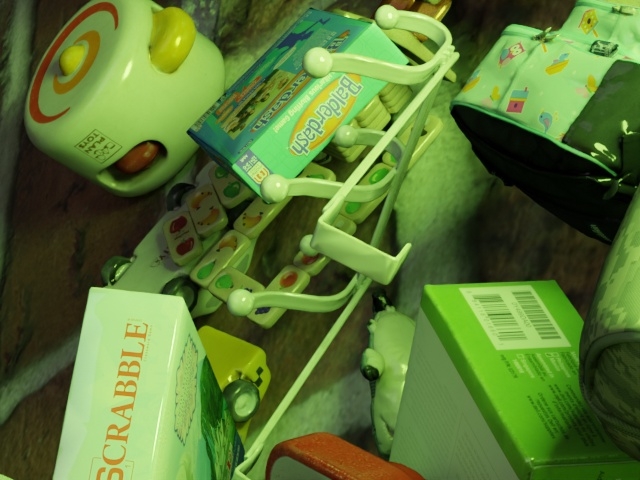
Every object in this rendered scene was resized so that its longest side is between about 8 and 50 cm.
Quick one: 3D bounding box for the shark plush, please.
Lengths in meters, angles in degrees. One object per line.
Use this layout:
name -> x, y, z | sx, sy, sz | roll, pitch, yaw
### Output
shark plush -> 0.045, 0.090, 1.322 | 0.161, 0.073, 0.067 | -115, 33, -48

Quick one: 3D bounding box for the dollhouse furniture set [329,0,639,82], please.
dollhouse furniture set -> 0.161, -0.249, 1.422 | 0.262, 0.135, 0.259 | -57, 21, 0

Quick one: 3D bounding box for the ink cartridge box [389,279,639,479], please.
ink cartridge box -> 0.117, 0.180, 1.123 | 0.189, 0.097, 0.255 | -117, 30, -53

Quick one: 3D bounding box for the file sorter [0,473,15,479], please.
file sorter -> -0.370, 0.292, 1.492 | 0.193, 0.277, 0.173 | -28, 44, 38

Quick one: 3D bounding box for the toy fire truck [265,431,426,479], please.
toy fire truck -> 0.040, 0.275, 0.998 | 0.254, 0.169, 0.302 | 21, 116, 46

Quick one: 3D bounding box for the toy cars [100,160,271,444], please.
toy cars -> -0.112, 0.096, 1.493 | 0.176, 0.087, 0.394 | -18, 42, 17

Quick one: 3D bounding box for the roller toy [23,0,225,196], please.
roller toy -> -0.206, -0.154, 1.774 | 0.209, 0.146, 0.191 | 23, 82, 57

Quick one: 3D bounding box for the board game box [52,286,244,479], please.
board game box -> -0.120, 0.238, 1.144 | 0.066, 0.318, 0.319 | 4, 67, 7

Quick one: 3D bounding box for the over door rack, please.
over door rack -> 0.000, 0.000, 1.211 | 0.324, 0.108, 0.239 | -72, 0, -55

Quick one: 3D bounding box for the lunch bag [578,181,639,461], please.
lunch bag -> 0.260, -0.013, 0.885 | 0.212, 0.256, 0.305 | 20, 76, 25

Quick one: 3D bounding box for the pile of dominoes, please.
pile of dominoes -> -0.030, -0.060, 1.483 | 0.251, 0.040, 0.196 | -49, 42, -13

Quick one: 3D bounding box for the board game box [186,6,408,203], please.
board game box -> -0.025, -0.118, 1.435 | 0.160, 0.047, 0.210 | -45, 17, -2

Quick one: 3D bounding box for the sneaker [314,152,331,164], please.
sneaker -> -0.003, -0.103, 1.562 | 0.032, 0.037, 0.083 | -16, 46, 24

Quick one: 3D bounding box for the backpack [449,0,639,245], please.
backpack -> 0.189, -0.080, 1.166 | 0.188, 0.166, 0.144 | 17, 75, 54
